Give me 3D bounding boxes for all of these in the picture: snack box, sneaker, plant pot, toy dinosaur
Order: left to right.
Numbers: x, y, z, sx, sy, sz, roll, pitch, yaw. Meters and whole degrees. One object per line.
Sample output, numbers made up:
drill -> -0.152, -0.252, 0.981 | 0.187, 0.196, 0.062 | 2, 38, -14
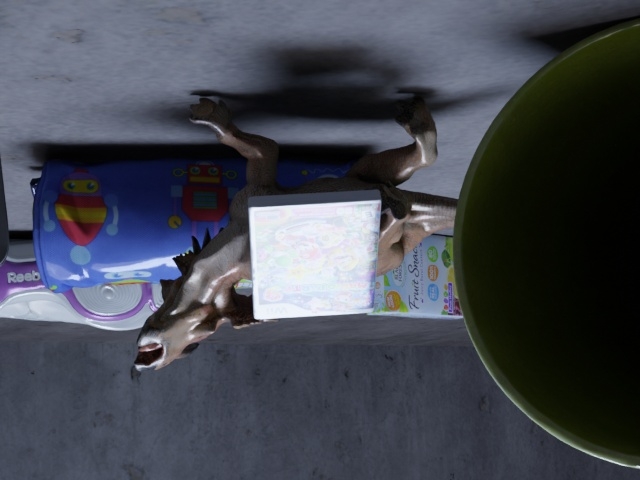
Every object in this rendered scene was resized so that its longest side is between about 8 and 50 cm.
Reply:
sneaker -> -0.317, 0.037, 1.489 | 0.305, 0.114, 0.152 | 5, -177, -14
toy dinosaur -> 0.000, 0.000, 0.966 | 0.296, 0.127, 0.200 | -4, 142, -6
snack box -> 0.118, 0.043, 1.528 | 0.141, 0.100, 0.037 | 6, 168, -39
plant pot -> 0.274, 0.019, 0.868 | 0.275, 0.274, 0.293 | -7, 168, 28

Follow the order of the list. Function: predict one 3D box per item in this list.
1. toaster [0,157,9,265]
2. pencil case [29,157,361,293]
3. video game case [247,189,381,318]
toaster -> -0.294, -0.041, 0.786 | 0.168, 0.185, 0.110 | -17, 166, 33
pencil case -> -0.102, -0.011, 1.108 | 0.306, 0.119, 0.133 | 0, 153, -7
video game case -> -0.004, 0.012, 0.867 | 0.087, 0.011, 0.122 | -4, 140, -4
